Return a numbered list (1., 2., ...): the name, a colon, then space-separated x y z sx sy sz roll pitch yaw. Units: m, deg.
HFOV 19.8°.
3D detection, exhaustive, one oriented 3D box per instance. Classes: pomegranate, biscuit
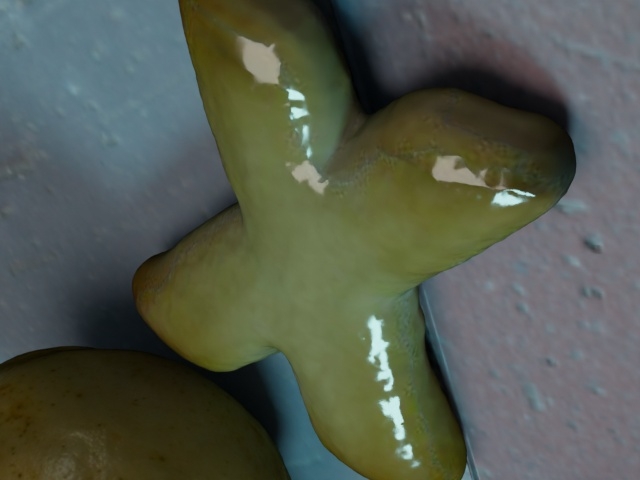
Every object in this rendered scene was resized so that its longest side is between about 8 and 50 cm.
1. pomegranate: -0.089 0.143 0.800 0.196 0.196 0.196 24 137 25
2. biscuit: 0.001 0.001 0.693 0.164 0.047 0.208 33 141 16
